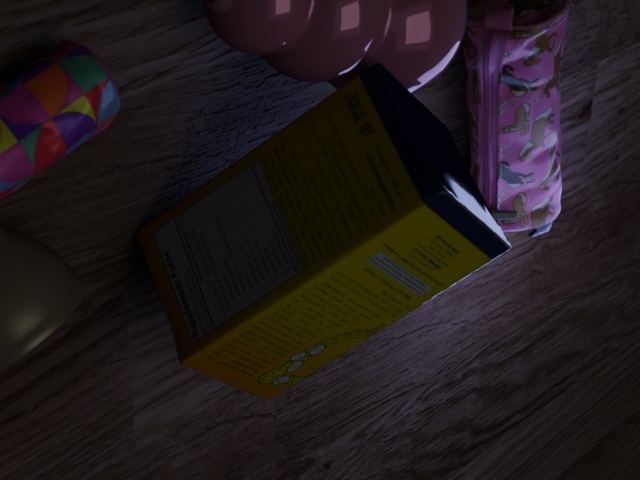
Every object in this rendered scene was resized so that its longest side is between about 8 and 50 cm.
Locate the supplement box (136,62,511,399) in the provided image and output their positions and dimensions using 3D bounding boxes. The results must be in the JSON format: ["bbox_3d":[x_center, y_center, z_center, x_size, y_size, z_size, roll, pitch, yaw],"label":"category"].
[{"bbox_3d":[0.000,0.000,1.434,0.356,0.194,0.195,-33,147,16],"label":"supplement box"}]

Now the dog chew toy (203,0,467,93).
[{"bbox_3d":[0.010,-0.268,1.406,0.331,0.206,0.207,0,113,-41],"label":"dog chew toy"}]

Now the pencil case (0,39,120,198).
[{"bbox_3d":[-0.305,-0.097,1.213,0.236,0.104,0.104,-42,140,-23],"label":"pencil case"}]

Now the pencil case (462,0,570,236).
[{"bbox_3d":[0.278,-0.190,1.808,0.160,0.167,0.386,-9,127,-6],"label":"pencil case"}]

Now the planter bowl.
[{"bbox_3d":[-0.333,0.048,1.245,0.162,0.162,0.109,-43,113,-23],"label":"planter bowl"}]
